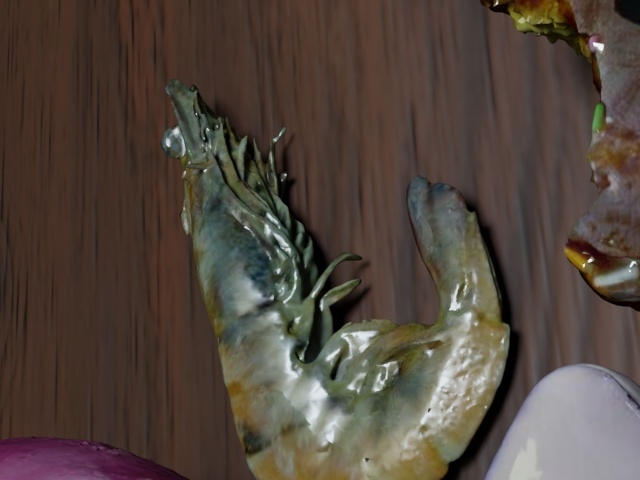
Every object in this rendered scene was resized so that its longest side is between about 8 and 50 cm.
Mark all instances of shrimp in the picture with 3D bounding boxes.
[{"bbox_3d":[0.000,0.000,0.714,0.169,0.058,0.296,-35,58,21],"label":"shrimp"}]

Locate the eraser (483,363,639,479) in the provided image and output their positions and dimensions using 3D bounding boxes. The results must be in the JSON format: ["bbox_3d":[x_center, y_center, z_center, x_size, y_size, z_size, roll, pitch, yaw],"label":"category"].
[{"bbox_3d":[0.121,0.170,0.532,0.204,0.059,0.243,-16,69,39],"label":"eraser"}]

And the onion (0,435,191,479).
[{"bbox_3d":[-0.140,0.265,0.581,0.358,0.345,0.358,-1,85,10],"label":"onion"}]

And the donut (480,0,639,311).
[{"bbox_3d":[0.176,-0.083,0.544,0.216,0.096,0.230,-40,52,23],"label":"donut"}]
